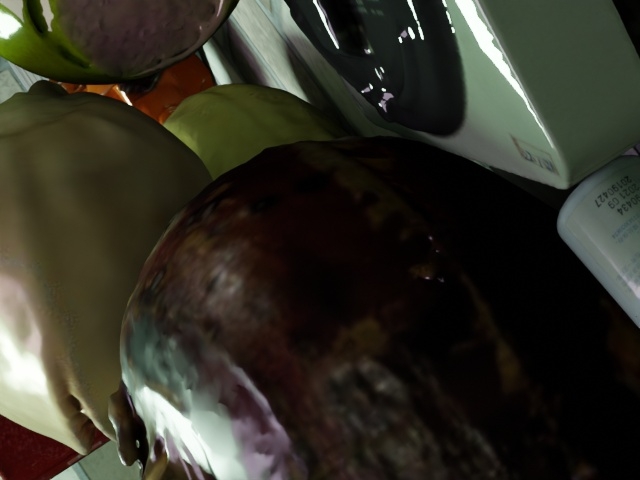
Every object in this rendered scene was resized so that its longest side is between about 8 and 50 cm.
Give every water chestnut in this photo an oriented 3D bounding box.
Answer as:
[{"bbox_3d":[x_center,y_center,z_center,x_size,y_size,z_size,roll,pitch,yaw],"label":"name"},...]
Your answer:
[{"bbox_3d":[0.013,0.124,0.823,0.335,0.347,0.335,51,160,27],"label":"water chestnut"}]

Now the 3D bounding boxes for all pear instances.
[{"bbox_3d":[-0.133,-0.188,0.982,0.219,0.187,0.187,-117,2,-47],"label":"pear"}]

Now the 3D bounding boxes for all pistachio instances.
[{"bbox_3d":[-0.146,0.024,1.027,0.318,0.193,0.214,80,177,-63],"label":"pistachio"}]

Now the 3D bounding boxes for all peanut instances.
[{"bbox_3d":[0.000,0.000,1.110,0.319,0.147,0.147,37,159,49],"label":"peanut"}]

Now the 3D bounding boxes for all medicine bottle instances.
[{"bbox_3d":[0.134,0.009,0.694,0.083,0.047,0.047,51,169,26],"label":"medicine bottle"}]

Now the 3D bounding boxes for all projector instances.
[{"bbox_3d":[0.007,-0.150,0.708,0.259,0.079,0.257,60,171,-16],"label":"projector"}]

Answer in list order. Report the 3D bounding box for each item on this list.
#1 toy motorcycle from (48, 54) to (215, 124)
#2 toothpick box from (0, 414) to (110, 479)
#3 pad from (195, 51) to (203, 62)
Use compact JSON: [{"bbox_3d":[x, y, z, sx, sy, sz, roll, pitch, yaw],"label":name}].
[{"bbox_3d":[-0.094,-0.062,1.338,0.325,0.148,0.221,51,170,6],"label":"toy motorcycle"},{"bbox_3d":[-0.187,0.061,1.613,0.204,0.333,0.204,53,170,14],"label":"toothpick box"},{"bbox_3d":[-0.131,-0.199,1.464,0.116,0.004,0.193,52,170,34],"label":"pad"}]
